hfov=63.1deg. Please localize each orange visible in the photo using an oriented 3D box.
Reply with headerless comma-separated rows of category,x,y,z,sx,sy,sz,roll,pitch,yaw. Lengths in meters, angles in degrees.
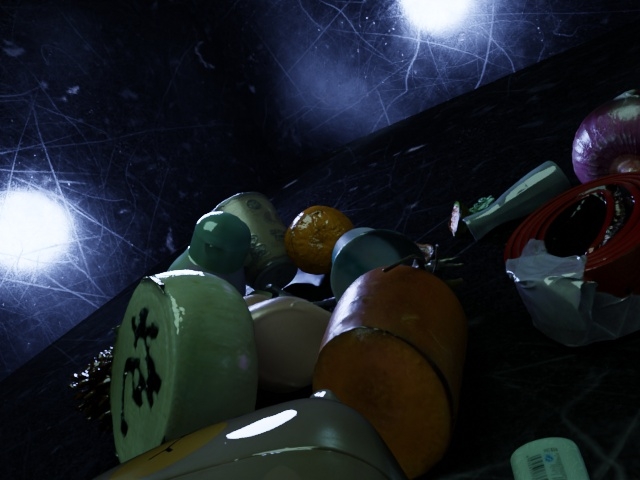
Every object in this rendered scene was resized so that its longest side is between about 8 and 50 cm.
orange,0.000,0.000,1.410,0.194,0.193,0.161,-31,-8,-2

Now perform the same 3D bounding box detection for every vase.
vase,0.408,-0.076,1.096,0.214,0.086,0.086,-32,15,12

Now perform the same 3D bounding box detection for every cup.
cup,-0.191,0.049,1.541,0.228,0.301,0.257,-21,55,-20

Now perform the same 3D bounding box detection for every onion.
onion,0.566,-0.177,0.941,0.201,0.200,0.207,-34,10,-12

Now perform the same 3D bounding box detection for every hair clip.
hair clip,-0.045,0.138,1.152,0.146,0.187,0.056,-14,67,45

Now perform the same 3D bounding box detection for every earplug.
earplug,0.104,0.044,1.125,0.185,0.184,0.324,-30,10,2

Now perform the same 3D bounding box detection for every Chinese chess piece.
Chinese chess piece,-0.239,0.222,0.865,0.147,0.348,0.350,8,-9,-35

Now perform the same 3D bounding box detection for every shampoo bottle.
shampoo bottle,-0.288,0.085,1.367,0.151,0.222,0.349,-71,5,-64
shampoo bottle,0.219,0.258,0.459,0.069,0.041,0.190,-20,18,16

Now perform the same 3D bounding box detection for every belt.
belt,0.394,0.021,0.752,0.227,0.115,0.324,-15,20,50

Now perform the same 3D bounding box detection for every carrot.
carrot,0.107,0.135,0.743,0.193,0.214,0.331,-19,16,29

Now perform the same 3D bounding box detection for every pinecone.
pinecone,-0.418,0.325,1.121,0.222,0.221,0.221,-28,16,9

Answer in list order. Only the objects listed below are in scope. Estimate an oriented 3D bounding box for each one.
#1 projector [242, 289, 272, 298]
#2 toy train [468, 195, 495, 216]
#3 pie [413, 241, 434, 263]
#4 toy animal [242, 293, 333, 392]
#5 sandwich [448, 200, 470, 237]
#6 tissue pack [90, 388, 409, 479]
projector,-0.220,0.228,1.260,0.270,0.088,0.194,-37,17,-23
toy train,0.381,-0.073,1.209,0.083,0.033,0.053,-39,23,-29
pie,0.209,0.034,1.186,0.092,0.034,0.170,-39,16,-15
toy animal,-0.109,0.186,1.006,0.213,0.194,0.256,2,-8,-27
sandwich,0.323,-0.052,1.214,0.026,0.069,0.101,15,23,-3
tissue pack,-0.083,0.305,0.436,0.388,0.267,0.277,-26,14,17
